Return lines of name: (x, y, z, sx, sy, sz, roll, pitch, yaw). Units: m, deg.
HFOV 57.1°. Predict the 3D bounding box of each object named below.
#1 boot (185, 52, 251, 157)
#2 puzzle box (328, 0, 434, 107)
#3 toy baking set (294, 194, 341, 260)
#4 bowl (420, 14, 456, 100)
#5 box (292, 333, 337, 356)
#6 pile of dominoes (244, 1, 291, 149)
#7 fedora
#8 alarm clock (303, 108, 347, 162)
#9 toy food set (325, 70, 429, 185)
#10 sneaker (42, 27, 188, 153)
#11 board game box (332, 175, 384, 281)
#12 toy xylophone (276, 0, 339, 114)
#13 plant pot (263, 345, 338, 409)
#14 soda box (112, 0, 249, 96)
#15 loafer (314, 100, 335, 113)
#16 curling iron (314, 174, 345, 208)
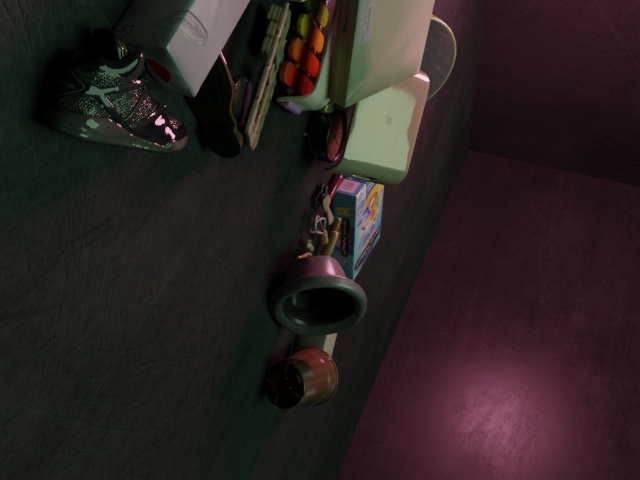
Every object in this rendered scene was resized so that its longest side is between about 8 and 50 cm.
boot: (-0.161, -0.247, 0.942, 0.219, 0.082, 0.106, 87, 10, -51)
puzzle box: (0.142, -0.494, 1.172, 0.272, 0.052, 0.408, -32, 144, -37)
toy baking set: (0.002, 0.001, 1.590, 0.256, 0.030, 0.197, -68, 162, 11)
bowl: (0.187, -0.486, 1.529, 0.289, 0.290, 0.156, 80, -11, -53)
box: (-0.005, 0.261, 1.745, 0.113, 0.094, 0.275, -10, 115, -70)
pile of dominoes: (-0.107, -0.289, 1.055, 0.196, 0.040, 0.251, 129, -23, -82)
fedora: (-0.009, 0.128, 1.503, 0.275, 0.244, 0.124, 61, 19, -53)
alarm clock: (0.024, -0.260, 1.443, 0.192, 0.064, 0.129, -25, 128, -62)
toy food set: (0.134, -0.296, 1.433, 0.220, 0.092, 0.306, 8, 98, -39)
sneaker: (-0.233, -0.182, 0.741, 0.227, 0.087, 0.130, 0, 112, -65)
board game box: (0.121, -0.076, 1.847, 0.253, 0.079, 0.336, -55, 153, -44)
toy xylophone: (0.004, -0.410, 1.232, 0.236, 0.081, 0.322, 28, 78, -77)
plant pot: (-0.060, 0.383, 1.606, 0.165, 0.167, 0.167, 4, 102, -64)
soda box: (-0.163, -0.340, 0.802, 0.098, 0.091, 0.286, 67, 42, -61)
loafer: (0.016, -0.341, 1.378, 0.148, 0.056, 0.050, -66, 162, -52)
curling iron: (0.051, -0.183, 1.627, 0.068, 0.035, 0.274, 88, 26, -43)
